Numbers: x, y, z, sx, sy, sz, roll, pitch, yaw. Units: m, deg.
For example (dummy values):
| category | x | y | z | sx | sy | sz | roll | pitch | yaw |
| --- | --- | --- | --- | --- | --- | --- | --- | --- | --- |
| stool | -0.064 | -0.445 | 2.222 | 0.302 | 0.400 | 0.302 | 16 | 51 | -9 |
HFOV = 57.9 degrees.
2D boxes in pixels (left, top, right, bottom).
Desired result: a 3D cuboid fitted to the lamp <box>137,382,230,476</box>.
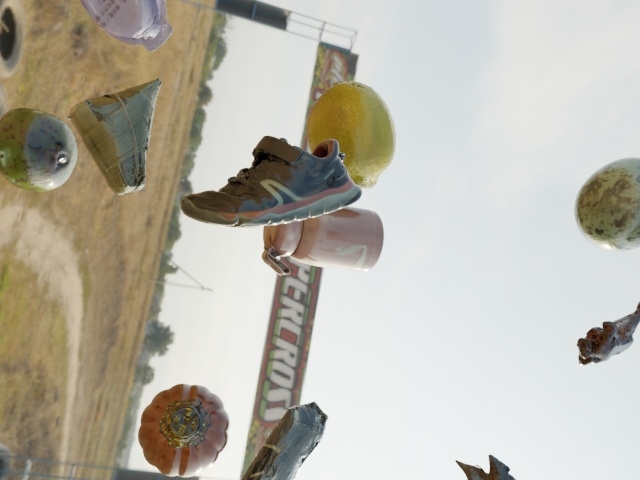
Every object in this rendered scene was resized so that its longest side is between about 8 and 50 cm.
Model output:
| category | x | y | z | sx | sy | sz | roll | pitch | yaw |
| --- | --- | --- | --- | --- | --- | --- | --- | --- | --- |
| lamp | -0.333 | 0.463 | 1.423 | 0.196 | 0.223 | 0.223 | 115 | -19 | -61 |

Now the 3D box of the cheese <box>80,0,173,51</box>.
| category | x | y | z | sx | sy | sz | roll | pitch | yaw |
| --- | --- | --- | --- | --- | --- | --- | --- | --- | --- |
| cheese | -0.241 | -0.294 | 0.636 | 0.105 | 0.191 | 0.042 | -27 | -154 | 33 |

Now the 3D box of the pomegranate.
| category | x | y | z | sx | sy | sz | roll | pitch | yaw |
| --- | --- | --- | --- | --- | --- | --- | --- | --- | --- |
| pomegranate | -0.819 | -0.256 | 1.575 | 0.231 | 0.286 | 0.230 | -168 | -90 | -82 |

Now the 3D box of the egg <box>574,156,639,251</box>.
| category | x | y | z | sx | sy | sz | roll | pitch | yaw |
| --- | --- | --- | --- | --- | --- | --- | --- | --- | --- |
| egg | 0.481 | -0.061 | 0.921 | 0.172 | 0.132 | 0.132 | -52 | -176 | -24 |

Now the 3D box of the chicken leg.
| category | x | y | z | sx | sy | sz | roll | pitch | yaw |
| --- | --- | --- | --- | --- | --- | --- | --- | --- | --- |
| chicken leg | 0.494 | 0.160 | 0.973 | 0.048 | 0.219 | 0.089 | 45 | -48 | 36 |

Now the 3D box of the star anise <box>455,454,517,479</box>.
| category | x | y | z | sx | sy | sz | roll | pitch | yaw |
| --- | --- | --- | --- | --- | --- | --- | --- | --- | --- |
| star anise | 0.266 | 0.384 | 0.819 | 0.180 | 0.061 | 0.204 | 62 | -30 | 22 |

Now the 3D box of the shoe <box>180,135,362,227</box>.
| category | x | y | z | sx | sy | sz | roll | pitch | yaw |
| --- | --- | --- | --- | --- | --- | --- | --- | --- | --- |
| shoe | -0.074 | -0.095 | 0.903 | 0.114 | 0.291 | 0.137 | -169 | -113 | -66 |

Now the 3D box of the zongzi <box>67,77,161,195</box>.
| category | x | y | z | sx | sy | sz | roll | pitch | yaw |
| --- | --- | --- | --- | --- | --- | --- | --- | --- | --- |
| zongzi | -0.295 | -0.169 | 0.941 | 0.079 | 0.176 | 0.160 | -11 | -73 | 42 |

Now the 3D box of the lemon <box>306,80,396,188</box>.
| category | x | y | z | sx | sy | sz | roll | pitch | yaw |
| --- | --- | --- | --- | --- | --- | --- | --- | --- | --- |
| lemon | 0.080 | -0.275 | 1.496 | 0.263 | 0.236 | 0.236 | 59 | -35 | 22 |

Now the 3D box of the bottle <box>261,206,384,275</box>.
| category | x | y | z | sx | sy | sz | roll | pitch | yaw |
| --- | --- | --- | --- | --- | --- | --- | --- | --- | --- |
| bottle | 0.000 | 0.000 | 1.497 | 0.173 | 0.297 | 0.206 | 166 | -69 | -65 |

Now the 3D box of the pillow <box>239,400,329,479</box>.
| category | x | y | z | sx | sy | sz | roll | pitch | yaw |
| --- | --- | --- | --- | --- | --- | --- | --- | --- | --- |
| pillow | -0.097 | 0.587 | 1.585 | 0.093 | 0.161 | 0.335 | 10 | -125 | 44 |
